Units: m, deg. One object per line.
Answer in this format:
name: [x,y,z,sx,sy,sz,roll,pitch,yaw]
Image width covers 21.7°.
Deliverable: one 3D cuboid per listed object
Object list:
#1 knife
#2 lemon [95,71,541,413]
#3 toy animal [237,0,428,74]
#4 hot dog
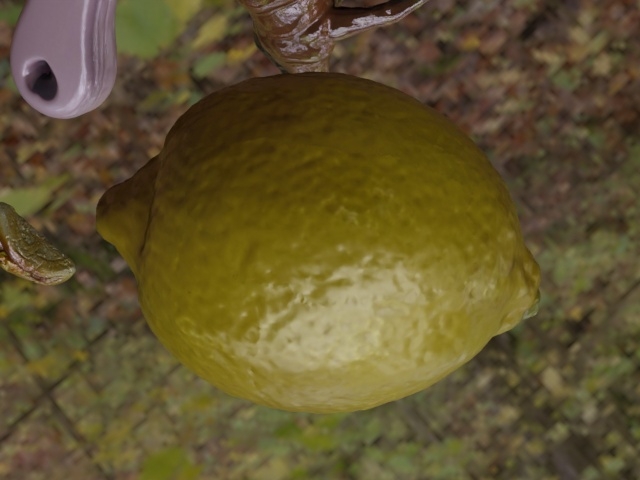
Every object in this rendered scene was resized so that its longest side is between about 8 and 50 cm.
knife: [-0.114,-0.213,0.976,0.043,0.081,0.336,-31,151,-52]
lemon: [0.000,0.000,0.894,0.187,0.244,0.186,12,90,-85]
toy animal: [-0.001,-0.143,1.186,0.230,0.066,0.224,-29,135,31]
hot dog: [-0.218,0.009,1.218,0.030,0.090,0.034,-17,-138,34]
